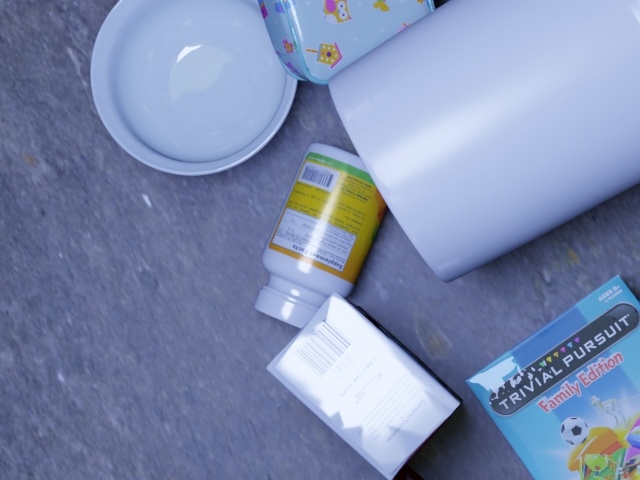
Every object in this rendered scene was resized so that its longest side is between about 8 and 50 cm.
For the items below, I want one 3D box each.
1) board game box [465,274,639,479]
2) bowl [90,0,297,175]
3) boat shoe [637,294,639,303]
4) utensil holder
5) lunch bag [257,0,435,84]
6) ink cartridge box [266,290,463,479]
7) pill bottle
[{"bbox_3d":[0.395,0.256,1.661,0.254,0.079,0.336,-36,81,2],"label":"board game box"},{"bbox_3d":[-0.169,-0.230,1.762,0.298,0.134,0.298,-1,84,7],"label":"bowl"},{"bbox_3d":[0.525,0.054,1.680,0.183,0.065,0.083,-41,92,1],"label":"boat shoe"},{"bbox_3d":[0.249,-0.167,1.527,0.385,0.327,0.327,-31,81,10],"label":"utensil holder"},{"bbox_3d":[0.028,-0.352,1.632,0.224,0.108,0.279,-23,105,-17],"label":"lunch bag"},{"bbox_3d":[0.093,0.209,1.590,0.272,0.309,0.130,42,90,9],"label":"ink cartridge box"},{"bbox_3d":[0.000,0.000,1.713,0.136,0.136,0.245,23,87,9],"label":"pill bottle"}]
